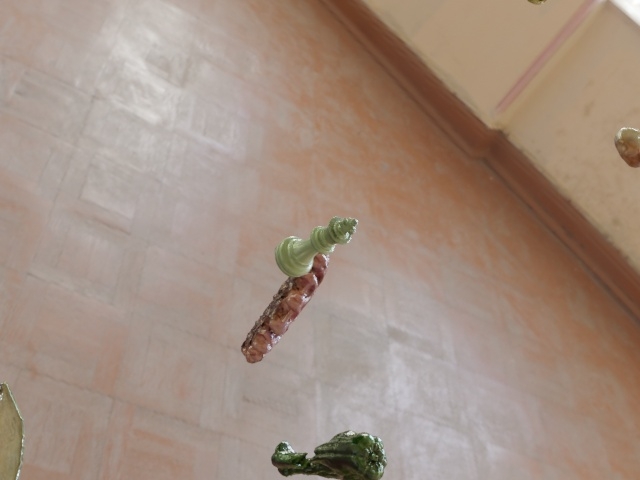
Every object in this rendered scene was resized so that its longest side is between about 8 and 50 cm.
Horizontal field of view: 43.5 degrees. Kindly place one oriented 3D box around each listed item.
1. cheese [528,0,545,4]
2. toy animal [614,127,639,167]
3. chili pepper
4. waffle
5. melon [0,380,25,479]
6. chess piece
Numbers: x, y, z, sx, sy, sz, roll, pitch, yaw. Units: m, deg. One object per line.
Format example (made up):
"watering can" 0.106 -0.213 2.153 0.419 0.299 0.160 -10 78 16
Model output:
"cheese" 0.038 -0.218 0.374 0.250 0.064 0.156 52 55 -7
"toy animal" 0.341 -0.046 0.573 0.104 0.185 0.184 -40 97 -40
"chili pepper" 0.018 0.380 1.391 0.099 0.253 0.084 38 54 -30
"waffle" -0.056 0.109 1.363 0.055 0.221 0.234 34 77 -4
"melon" -0.351 0.242 0.829 0.098 0.054 0.182 57 38 -29
"chess piece" 0.000 0.000 1.097 0.059 0.149 0.059 20 56 -32
